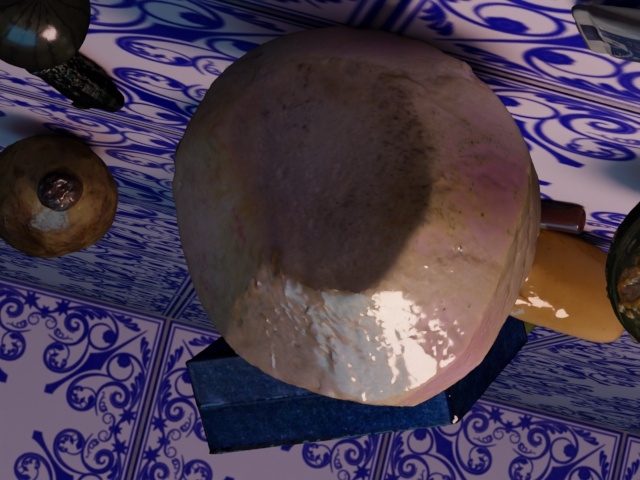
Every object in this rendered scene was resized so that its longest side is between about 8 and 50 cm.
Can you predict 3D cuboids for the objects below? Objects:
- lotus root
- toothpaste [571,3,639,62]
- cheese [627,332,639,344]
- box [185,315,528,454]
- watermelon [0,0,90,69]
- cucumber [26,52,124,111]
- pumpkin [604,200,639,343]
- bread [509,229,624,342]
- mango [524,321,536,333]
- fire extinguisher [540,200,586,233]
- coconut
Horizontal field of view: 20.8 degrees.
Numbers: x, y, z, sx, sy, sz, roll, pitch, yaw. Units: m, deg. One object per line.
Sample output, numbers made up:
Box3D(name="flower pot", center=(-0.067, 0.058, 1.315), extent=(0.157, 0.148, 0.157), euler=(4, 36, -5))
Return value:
Box3D(name="lotus root", center=(-0.270, -0.047, 1.773), extent=(0.138, 0.138, 0.214), euler=(16, 170, -18))
Box3D(name="toothpaste", center=(0.232, -0.100, 0.938), extent=(0.197, 0.034, 0.057), euler=(13, 166, 25))
Box3D(name="cheese", center=(0.368, 0.096, 1.980), extent=(0.084, 0.041, 0.060), euler=(14, 174, -9))
Box3D(name="box", center=(0.044, 0.115, 1.825), extent=(0.279, 0.116, 0.261), euler=(-8, -169, 24))
Box3D(name="watermelon", center=(-0.189, -0.149, 1.140), extent=(0.078, 0.078, 0.110), euler=(14, 172, -2))
Box3D(name="cucumber", center=(-0.193, -0.127, 1.421), extent=(0.043, 0.039, 0.163), euler=(33, 178, 24))
Box3D(name="pumpkin", center=(0.306, 0.034, 1.314), extent=(0.190, 0.146, 0.190), euler=(14, 171, 2))
Box3D(name="bread", center=(0.204, 0.030, 1.631), extent=(0.173, 0.085, 0.134), euler=(17, -171, -26))
Box3D(name="mango", center=(0.154, 0.071, 1.990), extent=(0.195, 0.091, 0.130), euler=(9, 170, -1))
Box3D(name="fire extinguisher", center=(0.188, -0.025, 1.547), extent=(0.100, 0.032, 0.046), euler=(10, -155, 24))
Box3D(name="coconut", center=(0.026, -0.015, 1.162), extent=(0.259, 0.259, 0.259), euler=(13, 172, 2))
